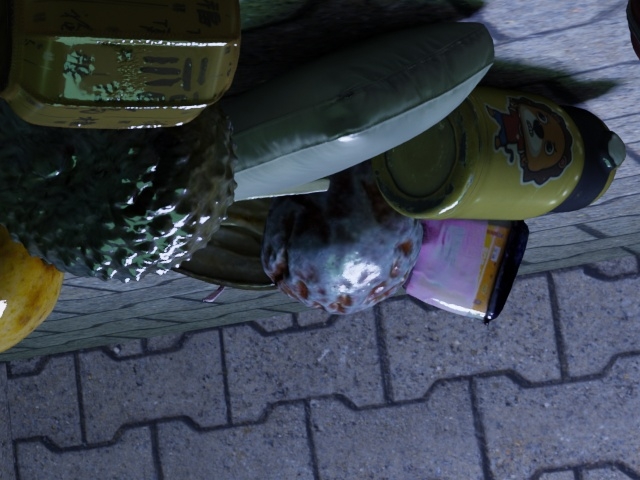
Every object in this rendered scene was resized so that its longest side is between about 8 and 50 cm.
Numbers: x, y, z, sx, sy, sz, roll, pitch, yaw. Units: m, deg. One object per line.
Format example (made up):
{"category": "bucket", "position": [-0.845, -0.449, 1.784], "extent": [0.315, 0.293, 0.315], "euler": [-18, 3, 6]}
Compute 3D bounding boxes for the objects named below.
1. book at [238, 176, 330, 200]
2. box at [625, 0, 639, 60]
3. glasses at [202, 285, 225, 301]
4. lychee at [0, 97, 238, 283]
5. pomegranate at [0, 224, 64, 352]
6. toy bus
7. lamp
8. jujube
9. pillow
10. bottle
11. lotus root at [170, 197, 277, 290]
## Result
{"category": "book", "position": [-0.083, -0.096, 1.675], "extent": [0.160, 0.024, 0.228], "euler": [-6, -159, -6]}
{"category": "box", "position": [0.484, -0.189, 1.258], "extent": [0.404, 0.108, 0.263], "euler": [-4, -145, -9]}
{"category": "glasses", "position": [-0.134, 0.018, 2.276], "extent": [0.162, 0.095, 0.255], "euler": [-11, -158, -7]}
{"category": "lychee", "position": [-0.193, -0.086, 1.309], "extent": [0.255, 0.255, 0.274], "euler": [-12, -177, 28]}
{"category": "pomegranate", "position": [-0.494, 0.051, 1.954], "extent": [0.260, 0.260, 0.260], "euler": [-7, 171, -1]}
{"category": "toy bus", "position": [0.182, -0.005, 2.141], "extent": [0.162, 0.171, 0.386], "euler": [18, -174, -9]}
{"category": "lamp", "position": [-0.165, -0.168, 1.108], "extent": [0.185, 0.161, 0.161], "euler": [-1, 169, -22]}
{"category": "jujube", "position": [0.034, -0.021, 1.882], "extent": [0.215, 0.246, 0.308], "euler": [17, -176, 2]}
{"category": "pillow", "position": [0.006, -0.130, 1.460], "extent": [0.255, 0.119, 0.322], "euler": [-28, -172, -39]}
{"category": "bottle", "position": [0.240, -0.111, 1.745], "extent": [0.351, 0.171, 0.171], "euler": [-1, 170, -44]}
{"category": "lotus root", "position": [-0.103, -0.009, 2.116], "extent": [0.314, 0.210, 0.142], "euler": [7, 159, -2]}
